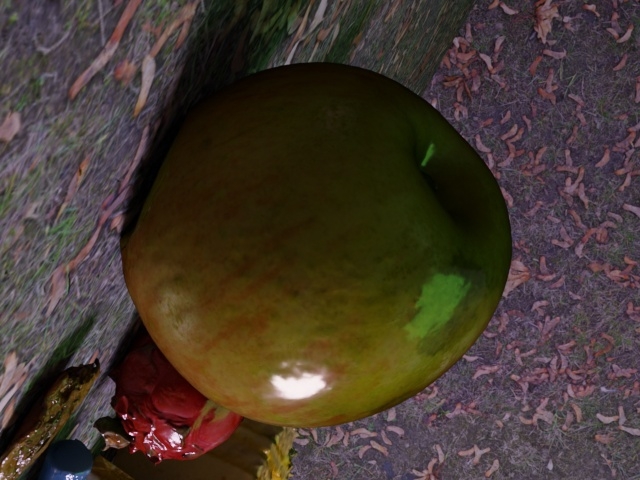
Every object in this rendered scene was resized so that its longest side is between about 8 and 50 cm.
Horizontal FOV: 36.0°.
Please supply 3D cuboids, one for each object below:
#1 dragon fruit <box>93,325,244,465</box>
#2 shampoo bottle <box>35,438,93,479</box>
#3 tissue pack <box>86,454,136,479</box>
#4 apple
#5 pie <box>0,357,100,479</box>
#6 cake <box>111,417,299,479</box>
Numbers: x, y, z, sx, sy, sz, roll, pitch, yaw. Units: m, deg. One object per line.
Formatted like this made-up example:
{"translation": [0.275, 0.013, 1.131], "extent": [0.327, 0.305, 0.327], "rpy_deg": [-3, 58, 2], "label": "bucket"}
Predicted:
{"translation": [-0.166, 0.174, 1.185], "extent": [0.209, 0.172, 0.172], "rpy_deg": [-43, 165, -43], "label": "dragon fruit"}
{"translation": [-0.323, 0.334, 1.127], "extent": [0.258, 0.061, 0.104], "rpy_deg": [-63, 175, 27], "label": "shampoo bottle"}
{"translation": [-0.259, 0.430, 1.349], "extent": [0.092, 0.226, 0.183], "rpy_deg": [-47, 166, -54], "label": "tissue pack"}
{"translation": [0.000, 0.000, 0.905], "extent": [0.340, 0.339, 0.339], "rpy_deg": [-59, 175, -9], "label": "apple"}
{"translation": [-0.269, 0.179, 0.939], "extent": [0.170, 0.034, 0.092], "rpy_deg": [-53, 176, -9], "label": "pie"}
{"translation": [-0.186, 0.375, 1.488], "extent": [0.286, 0.227, 0.222], "rpy_deg": [-60, 160, -23], "label": "cake"}
